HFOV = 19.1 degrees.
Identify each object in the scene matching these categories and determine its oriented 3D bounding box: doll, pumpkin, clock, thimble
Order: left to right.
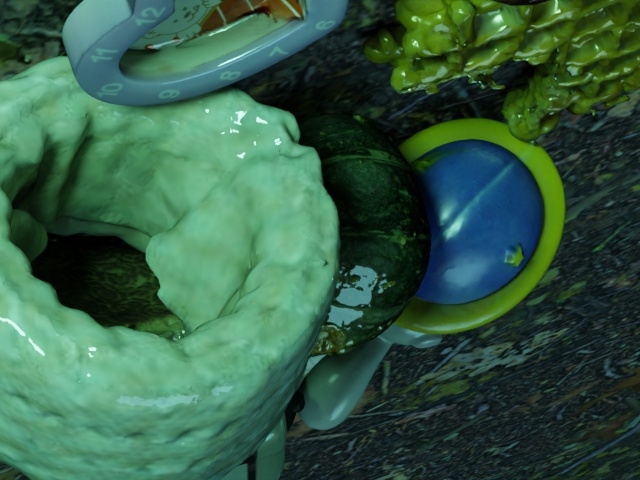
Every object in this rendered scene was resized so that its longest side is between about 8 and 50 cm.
[{"bbox_3d":[-0.129,0.020,1.269,0.291,0.291,0.195,-10,155,-26],"label":"thimble"},{"bbox_3d":[-0.062,-0.160,1.177,0.172,0.064,0.198,-4,153,-37],"label":"clock"},{"bbox_3d":[0.001,-0.001,1.457,0.146,0.190,0.190,-10,157,-20],"label":"pumpkin"},{"bbox_3d":[0.072,0.021,1.605,0.311,0.159,0.242,-48,-173,-6],"label":"doll"}]

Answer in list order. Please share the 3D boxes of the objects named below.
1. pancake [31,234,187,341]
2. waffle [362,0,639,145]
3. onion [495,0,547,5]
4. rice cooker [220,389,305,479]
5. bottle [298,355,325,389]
[{"bbox_3d":[-0.165,0.039,1.437,0.199,0.199,0.021,-8,117,-30],"label":"pancake"},{"bbox_3d":[0.195,-0.161,1.412,0.260,0.069,0.293,-32,158,28],"label":"waffle"},{"bbox_3d":[0.111,-0.230,1.093,0.184,0.147,0.184,-50,153,-38],"label":"onion"},{"bbox_3d":[-0.142,0.134,1.614,0.244,0.226,0.226,-19,159,-15],"label":"rice cooker"},{"bbox_3d":[0.009,0.082,1.813,0.270,0.083,0.083,-29,158,9],"label":"bottle"}]
